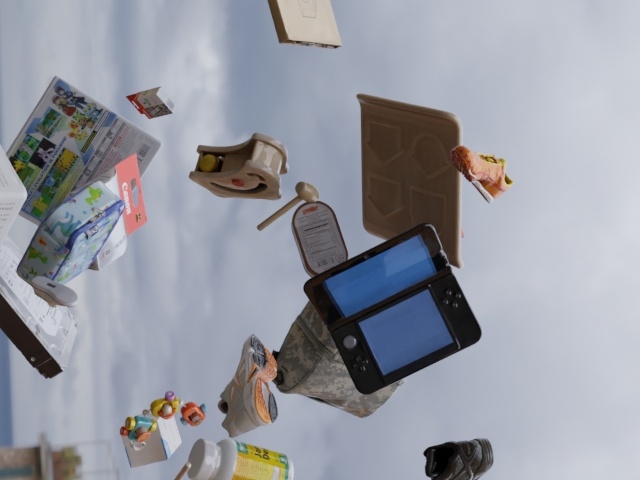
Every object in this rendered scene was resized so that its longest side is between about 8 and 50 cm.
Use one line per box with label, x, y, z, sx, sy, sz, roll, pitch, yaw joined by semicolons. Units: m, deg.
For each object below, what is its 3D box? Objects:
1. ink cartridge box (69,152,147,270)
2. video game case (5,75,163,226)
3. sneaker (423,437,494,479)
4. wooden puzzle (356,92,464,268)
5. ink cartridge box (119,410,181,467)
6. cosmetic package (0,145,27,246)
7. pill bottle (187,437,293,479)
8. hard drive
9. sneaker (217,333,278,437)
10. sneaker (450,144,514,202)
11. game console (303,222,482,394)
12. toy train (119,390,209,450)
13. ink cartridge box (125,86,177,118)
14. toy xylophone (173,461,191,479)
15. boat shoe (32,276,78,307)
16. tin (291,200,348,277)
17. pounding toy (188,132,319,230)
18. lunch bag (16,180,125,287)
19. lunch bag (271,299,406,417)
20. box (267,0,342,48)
ink cartridge box;-0.456;-0.067;2.260;0.066;0.232;0.189;15;-56;30
video game case;-0.590;-0.175;2.409;0.329;0.300;0.036;-58;-161;-1
sneaker;0.251;0.475;2.041;0.227;0.130;0.087;113;-23;-46
wooden puzzle;0.207;-0.139;2.185;0.322;0.080;0.348;23;-55;51
ink cartridge box;-0.376;0.436;2.250;0.143;0.090;0.092;-37;112;-83
cosmetic package;-0.469;-0.043;1.183;0.184;0.151;0.151;-52;-122;33
pill bottle;-0.172;0.487;2.136;0.117;0.208;0.118;-45;-146;42
hard drive;-0.698;0.136;2.343;0.339;0.064;0.237;58;9;-22
sneaker;-0.163;0.301;2.102;0.099;0.121;0.262;52;18;-27
sneaker;0.260;-0.121;1.625;0.067;0.175;0.064;-42;-120;11
game console;0.151;0.145;2.050;0.250;0.293;0.173;64;4;13
toy train;-0.296;0.354;1.925;0.046;0.166;0.125;56;-7;44
ink cartridge box;-0.385;-0.305;2.259;0.115;0.063;0.029;-8;-133;35
toy xylophone;-0.335;0.530;1.891;0.081;0.236;0.323;53;-30;10
boat shoe;-0.439;0.093;1.664;0.100;0.035;0.035;22;-57;25
tin;0.000;0.000;2.258;0.040;0.106;0.190;108;-36;-72
pounding toy;-0.149;-0.120;2.070;0.154;0.269;0.155;50;48;-57
lunch bag;-0.469;-0.004;1.909;0.219;0.090;0.176;-50;177;37
lunch bag;0.052;0.294;2.475;0.256;0.305;0.212;-59;-145;8
box;-0.040;-0.406;1.598;0.021;0.164;0.201;-16;-92;33
